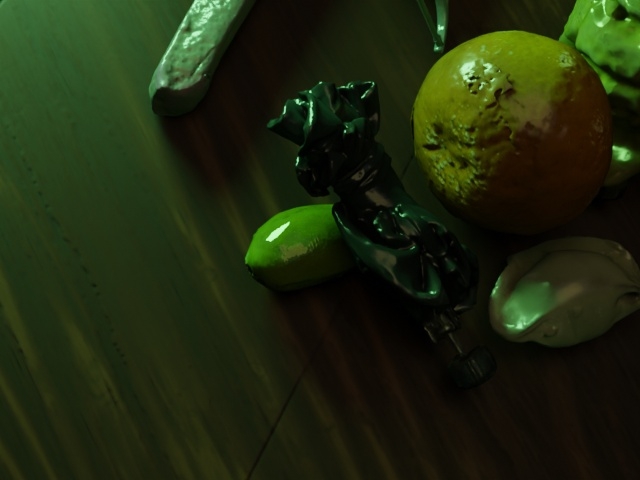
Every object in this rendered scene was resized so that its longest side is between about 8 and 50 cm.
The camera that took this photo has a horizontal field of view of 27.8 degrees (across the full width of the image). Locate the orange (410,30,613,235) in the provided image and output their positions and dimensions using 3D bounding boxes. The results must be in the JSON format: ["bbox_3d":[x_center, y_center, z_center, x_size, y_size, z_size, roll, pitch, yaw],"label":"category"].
[{"bbox_3d":[0.200,-0.112,1.349,0.193,0.219,0.219,-34,79,-14],"label":"orange"}]

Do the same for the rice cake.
[{"bbox_3d":[-0.083,-0.308,1.457,0.064,0.070,0.399,27,71,-2],"label":"rice cake"}]

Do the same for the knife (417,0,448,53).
[{"bbox_3d":[0.159,-0.359,1.498,0.053,0.123,0.278,11,59,29],"label":"knife"}]

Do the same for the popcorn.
[{"bbox_3d":[0.388,-0.229,1.399,0.293,0.237,0.293,-18,37,14],"label":"popcorn"}]

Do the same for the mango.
[{"bbox_3d":[0.000,0.000,1.363,0.165,0.074,0.091,-22,67,-19],"label":"mango"}]

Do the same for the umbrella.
[{"bbox_3d":[0.082,-0.008,1.315,0.143,0.094,0.348,-29,88,-35],"label":"umbrella"}]

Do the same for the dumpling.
[{"bbox_3d":[0.251,0.044,1.371,0.169,0.100,0.134,-30,47,4],"label":"dumpling"}]
